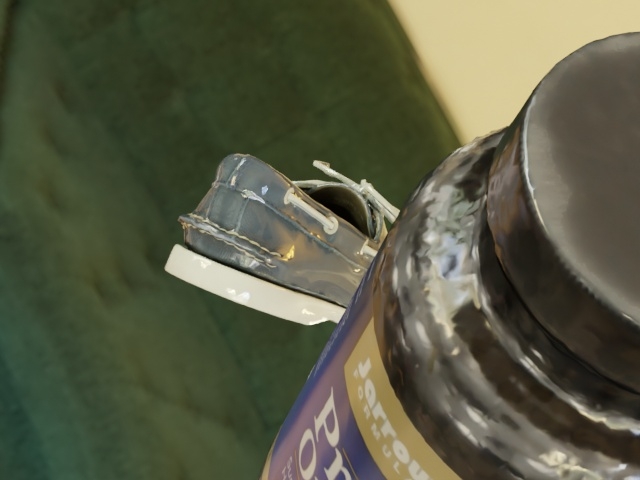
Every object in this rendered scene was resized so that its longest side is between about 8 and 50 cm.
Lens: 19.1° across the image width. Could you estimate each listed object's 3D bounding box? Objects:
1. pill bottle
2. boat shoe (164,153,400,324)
[{"bbox_3d":[0.063,0.043,0.533,0.123,0.123,0.219,67,-26,25],"label":"pill bottle"},{"bbox_3d":[0.000,0.000,1.037,0.095,0.079,0.254,25,5,28],"label":"boat shoe"}]
